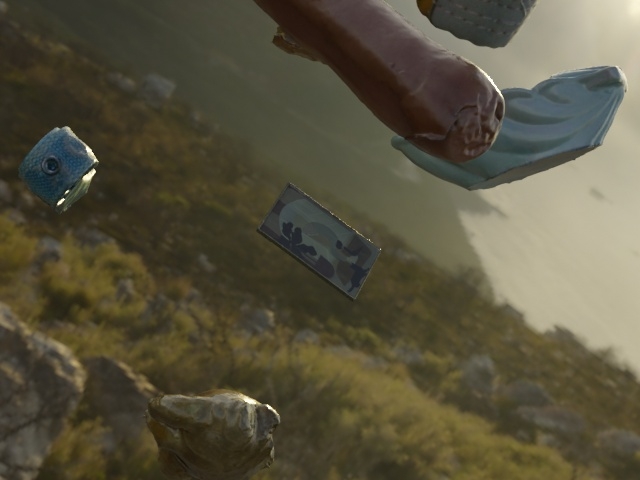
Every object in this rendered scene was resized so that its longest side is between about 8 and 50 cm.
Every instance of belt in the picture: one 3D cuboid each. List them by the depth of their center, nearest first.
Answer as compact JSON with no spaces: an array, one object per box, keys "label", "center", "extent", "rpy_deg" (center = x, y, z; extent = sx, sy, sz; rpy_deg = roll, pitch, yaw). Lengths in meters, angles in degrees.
[{"label":"belt","center":[-0.322,-0.085,1.496],"extent":[0.072,0.087,0.302],"rpy_deg":[39,-7,-8]}]

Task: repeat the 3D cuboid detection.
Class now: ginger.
[{"label":"ginger","center":[-0.125,0.235,1.415],"extent":[0.157,0.216,0.102],"rpy_deg":[-4,62,-2]}]

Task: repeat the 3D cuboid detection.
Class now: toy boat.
[{"label":"toy boat","center":[0.233,-0.127,1.447],"extent":[0.199,0.290,0.100],"rpy_deg":[1,70,-70]}]

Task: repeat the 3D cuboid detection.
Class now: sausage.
[{"label":"sausage","center":[0.015,-0.210,1.106],"extent":[0.419,0.094,0.094],"rpy_deg":[49,-6,35]}]

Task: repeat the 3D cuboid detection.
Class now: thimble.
[{"label":"thimble","center":[0.207,-0.330,1.543],"extent":[0.151,0.118,0.127],"rpy_deg":[14,44,-18]}]

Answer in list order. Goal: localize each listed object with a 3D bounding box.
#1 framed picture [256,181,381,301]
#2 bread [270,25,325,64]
[{"label":"framed picture","center":[0.000,0.000,2.025],"extent":[0.201,0.010,0.136],"rpy_deg":[37,46,-6]},{"label":"bread","center":[0.026,-0.384,2.100],"extent":[0.140,0.143,0.229],"rpy_deg":[25,32,21]}]
